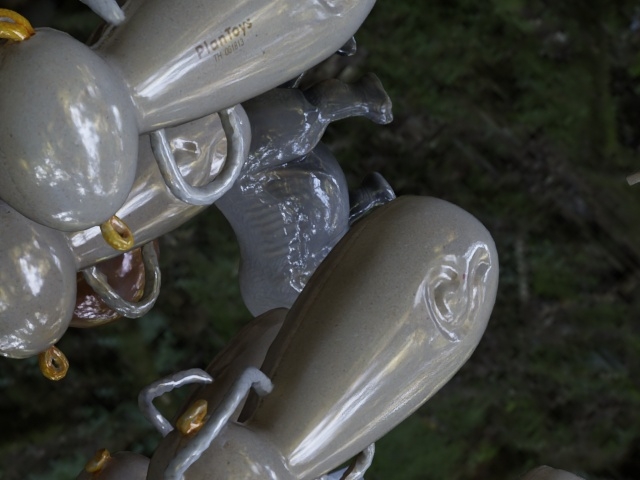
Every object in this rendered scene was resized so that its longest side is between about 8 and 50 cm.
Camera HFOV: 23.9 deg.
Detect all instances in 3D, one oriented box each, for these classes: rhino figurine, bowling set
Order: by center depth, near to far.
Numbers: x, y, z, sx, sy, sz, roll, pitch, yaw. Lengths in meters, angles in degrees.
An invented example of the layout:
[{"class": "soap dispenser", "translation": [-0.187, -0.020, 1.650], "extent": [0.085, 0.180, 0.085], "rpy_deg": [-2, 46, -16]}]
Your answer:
[{"class": "bowling set", "translation": [-0.047, 0.044, 0.479], "extent": [0.200, 0.287, 0.154], "rpy_deg": [-8, -154, 41]}, {"class": "rhino figurine", "translation": [0.000, 0.000, 0.863], "extent": [0.106, 0.243, 0.073], "rpy_deg": [-23, -149, -11]}]

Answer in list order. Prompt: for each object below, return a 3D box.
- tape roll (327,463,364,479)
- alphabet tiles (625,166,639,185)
[{"class": "tape roll", "translation": [-0.061, 0.241, 1.152], "extent": [0.219, 0.072, 0.219], "rpy_deg": [-22, 173, -3]}, {"class": "alphabet tiles", "translation": [0.281, -0.101, 0.732], "extent": [0.198, 0.009, 0.237], "rpy_deg": [-31, -179, -26]}]
